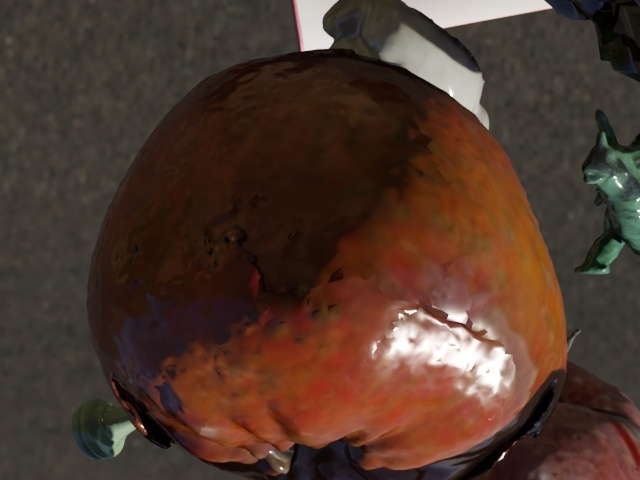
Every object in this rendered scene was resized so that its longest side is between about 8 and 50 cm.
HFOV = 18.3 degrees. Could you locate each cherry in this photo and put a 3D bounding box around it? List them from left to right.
[{"bbox_3d":[0.149,0.187,1.500,0.213,0.236,0.285,12,116,3],"label":"cherry"}]

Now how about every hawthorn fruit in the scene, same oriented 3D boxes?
[{"bbox_3d":[0.000,0.000,1.149,0.276,0.307,0.276,-3,144,-2],"label":"hawthorn fruit"}]

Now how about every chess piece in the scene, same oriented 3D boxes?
[{"bbox_3d":[-0.120,0.116,1.335,0.093,0.042,0.042,-23,139,28],"label":"chess piece"}]

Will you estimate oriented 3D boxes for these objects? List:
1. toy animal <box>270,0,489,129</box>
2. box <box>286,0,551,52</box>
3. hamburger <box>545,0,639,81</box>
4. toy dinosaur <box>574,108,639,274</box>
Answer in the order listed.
[{"bbox_3d":[0.033,-0.073,1.455,0.178,0.193,0.127,31,174,-23],"label":"toy animal"},{"bbox_3d":[0.088,-0.405,1.954,0.312,0.314,0.300,-10,129,-1],"label":"box"},{"bbox_3d":[0.137,-0.119,0.320,0.243,0.261,0.138,-19,134,17],"label":"hamburger"},{"bbox_3d":[0.237,-0.001,1.253,0.079,0.120,0.292,6,159,37],"label":"toy dinosaur"}]
